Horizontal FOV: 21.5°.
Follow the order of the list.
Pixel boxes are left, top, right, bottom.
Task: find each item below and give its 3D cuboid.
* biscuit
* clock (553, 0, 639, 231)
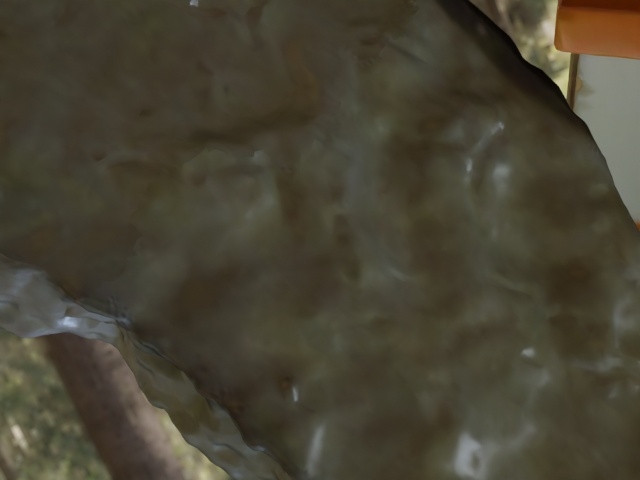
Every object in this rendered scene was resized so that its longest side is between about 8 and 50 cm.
[{"bbox_3d":[-0.001,-0.004,0.357,0.133,0.250,0.032,-50,-179,-31],"label":"biscuit"},{"bbox_3d":[0.107,-0.064,0.512,0.106,0.255,0.220,5,-145,7],"label":"clock"}]
